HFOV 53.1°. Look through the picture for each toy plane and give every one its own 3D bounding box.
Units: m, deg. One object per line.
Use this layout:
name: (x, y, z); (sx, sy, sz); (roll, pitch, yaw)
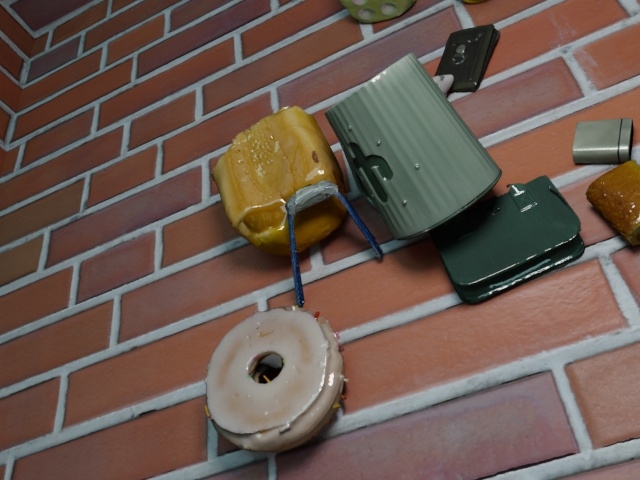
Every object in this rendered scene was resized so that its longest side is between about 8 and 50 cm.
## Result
toy plane: (0.293, -0.411, 1.919); (0.255, 0.101, 0.251); (-33, 48, 0)

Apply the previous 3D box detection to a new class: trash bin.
trash bin: (0.707, -0.249, 1.600); (0.130, 0.059, 0.116); (2, 58, 32)

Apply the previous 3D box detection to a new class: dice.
dice: (0.196, -0.940, 2.245); (0.254, 0.252, 0.250); (-5, 55, 29)

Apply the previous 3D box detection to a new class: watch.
watch: (-0.013, 0.002, 1.698); (0.276, 0.274, 0.068); (-33, 20, 4)

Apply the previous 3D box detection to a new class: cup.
cup: (0.192, -0.209, 1.613); (0.401, 0.392, 0.310); (-29, 10, 35)

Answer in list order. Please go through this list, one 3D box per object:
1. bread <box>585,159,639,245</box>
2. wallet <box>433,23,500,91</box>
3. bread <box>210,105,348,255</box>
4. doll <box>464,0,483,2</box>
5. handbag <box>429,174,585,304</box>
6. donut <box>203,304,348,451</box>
bread: (0.706, -0.083, 1.453); (0.132, 0.103, 0.172); (-30, 47, 7)
wallet: (0.444, -0.561, 1.978); (0.168, 0.052, 0.245); (7, 64, 37)
bread: (-0.101, -0.143, 1.859); (0.361, 0.250, 0.394); (-32, 52, 8)
doll: (0.557, -0.910, 2.079); (0.311, 0.159, 0.242); (-45, 14, 32)
handbag: (0.447, -0.009, 1.558); (0.326, 0.089, 0.238); (-27, 47, 10)
donut: (-0.105, 0.341, 1.581); (0.382, 0.142, 0.382); (-14, 53, 19)
